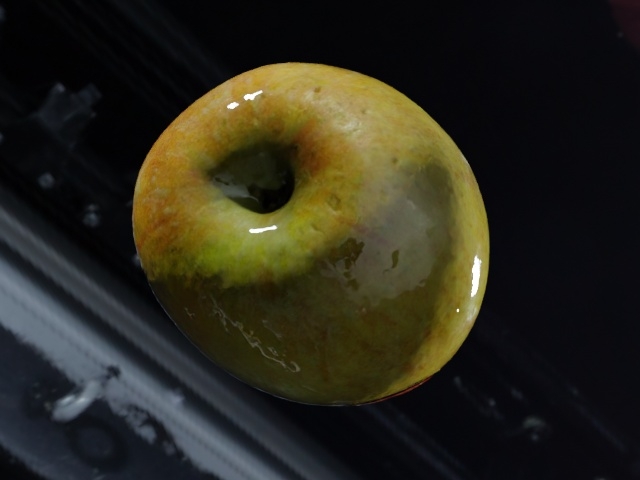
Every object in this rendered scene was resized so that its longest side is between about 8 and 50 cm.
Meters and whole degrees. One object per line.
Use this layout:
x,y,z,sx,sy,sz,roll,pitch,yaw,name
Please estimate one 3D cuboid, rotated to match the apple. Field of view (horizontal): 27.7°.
0.000,0.000,0.673,0.155,0.182,0.182,42,-143,-64,apple
